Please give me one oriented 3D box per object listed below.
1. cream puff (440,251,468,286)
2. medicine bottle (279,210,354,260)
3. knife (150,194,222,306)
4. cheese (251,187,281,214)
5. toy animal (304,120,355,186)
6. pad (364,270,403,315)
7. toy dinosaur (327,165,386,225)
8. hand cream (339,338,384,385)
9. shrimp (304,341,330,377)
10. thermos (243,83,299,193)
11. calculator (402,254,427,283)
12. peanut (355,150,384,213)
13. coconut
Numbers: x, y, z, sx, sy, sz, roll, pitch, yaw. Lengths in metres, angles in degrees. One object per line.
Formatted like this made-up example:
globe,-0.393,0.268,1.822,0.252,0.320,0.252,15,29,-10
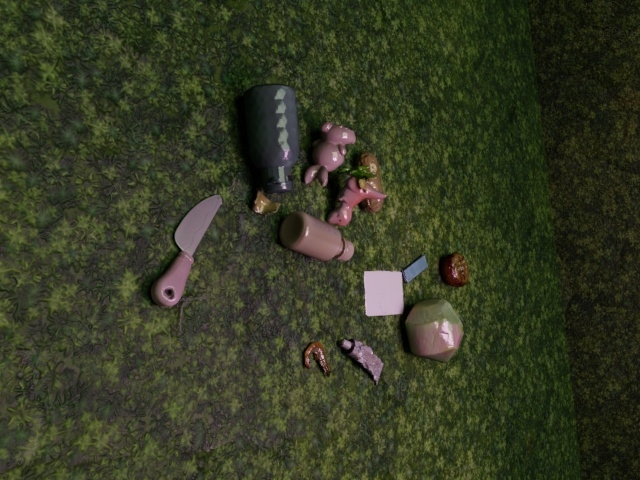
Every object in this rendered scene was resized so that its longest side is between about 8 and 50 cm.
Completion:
cream puff,0.540,0.119,2.318,0.149,0.084,0.149,16,69,-49
medicine bottle,0.000,0.000,1.690,0.252,0.114,0.114,23,68,-45
knife,-0.325,0.008,1.388,0.081,0.043,0.336,40,50,-30
cheese,-0.153,-0.099,1.586,0.084,0.041,0.060,29,55,-26
toy animal,0.019,-0.256,1.767,0.124,0.124,0.213,27,85,-44
pad,0.224,0.183,2.006,0.232,0.004,0.157,5,81,-48
toy dinosaur,0.111,-0.140,1.787,0.194,0.152,0.177,-10,95,-11
hand cream,0.141,0.381,1.852,0.257,0.050,0.084,46,49,-38
shrimp,-0.008,0.365,1.696,0.091,0.025,0.127,-43,112,-43
thermos,-0.128,-0.270,1.577,0.182,0.144,0.287,-5,90,-83
calculator,0.357,0.108,2.157,0.172,0.018,0.057,-30,109,-47
peanut,0.166,-0.198,1.928,0.099,0.099,0.214,5,81,-49
coconut,0.411,0.331,2.052,0.204,0.236,0.236,-17,99,-14
